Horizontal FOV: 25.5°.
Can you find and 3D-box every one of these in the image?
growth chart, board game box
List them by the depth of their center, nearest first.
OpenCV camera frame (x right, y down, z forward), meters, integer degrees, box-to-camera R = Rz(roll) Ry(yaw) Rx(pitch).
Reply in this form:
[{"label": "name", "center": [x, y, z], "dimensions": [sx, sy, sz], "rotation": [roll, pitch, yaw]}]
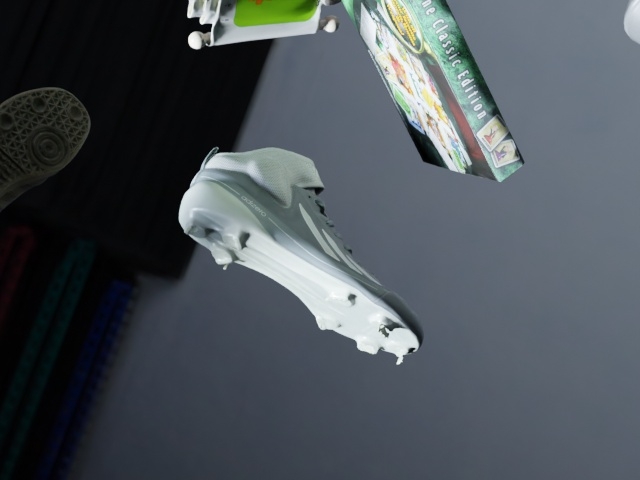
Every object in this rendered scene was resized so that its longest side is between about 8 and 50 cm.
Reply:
[{"label": "board game box", "center": [0.053, -0.165, 1.008], "dimensions": [0.260, 0.030, 0.136], "rotation": [62, 170, -18]}, {"label": "growth chart", "center": [-0.039, -0.248, 1.226], "dimensions": [0.172, 0.021, 0.237], "rotation": [-15, 151, -14]}]

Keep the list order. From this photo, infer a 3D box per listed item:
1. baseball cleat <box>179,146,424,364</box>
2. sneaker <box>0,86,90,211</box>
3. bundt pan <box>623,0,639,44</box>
[{"label": "baseball cleat", "center": [0.000, 0.000, 1.035], "dimensions": [0.206, 0.109, 0.072], "rotation": [33, 147, -14]}, {"label": "sneaker", "center": [-0.253, -0.050, 1.058], "dimensions": [0.071, 0.188, 0.066], "rotation": [-21, 109, 50]}, {"label": "bundt pan", "center": [0.304, -0.146, 0.802], "dimensions": [0.330, 0.331, 0.124], "rotation": [21, 150, -13]}]
